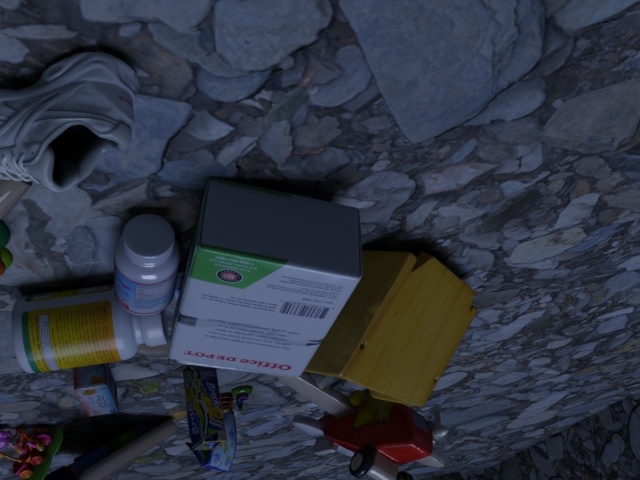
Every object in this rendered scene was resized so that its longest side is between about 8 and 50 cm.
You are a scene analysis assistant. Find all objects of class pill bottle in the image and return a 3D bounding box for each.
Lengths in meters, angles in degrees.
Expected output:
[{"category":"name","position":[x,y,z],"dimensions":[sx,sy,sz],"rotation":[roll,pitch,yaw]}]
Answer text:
[{"category":"pill bottle","position":[-0.238,0.034,0.935],"dimensions":[0.087,0.087,0.160],"rotation":[-3,150,-18]},{"category":"pill bottle","position":[-0.341,0.128,1.028],"dimensions":[0.208,0.118,0.118],"rotation":[-8,151,-9]}]

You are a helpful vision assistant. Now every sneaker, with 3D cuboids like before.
[{"category":"sneaker","position":[-0.282,-0.092,0.659],"dimensions":[0.232,0.115,0.090],"rotation":[-22,150,16]}]

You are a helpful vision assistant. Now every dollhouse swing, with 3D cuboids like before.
[{"category":"dollhouse swing","position":[0.052,0.138,1.274],"dimensions":[0.346,0.304,0.315],"rotation":[33,86,-53]}]

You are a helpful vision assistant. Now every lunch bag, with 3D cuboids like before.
[{"category":"lunch bag","position":[-0.264,0.487,1.676],"dimensions":[0.096,0.151,0.129],"rotation":[-19,152,11]}]

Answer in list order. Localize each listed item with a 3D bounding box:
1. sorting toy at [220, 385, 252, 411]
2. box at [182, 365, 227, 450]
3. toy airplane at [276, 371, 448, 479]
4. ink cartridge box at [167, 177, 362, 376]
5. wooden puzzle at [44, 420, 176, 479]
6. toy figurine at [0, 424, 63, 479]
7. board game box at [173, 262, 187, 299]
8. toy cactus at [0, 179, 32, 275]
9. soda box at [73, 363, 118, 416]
[{"category":"sorting toy","position":[-0.204,0.385,1.631],"dimensions":[0.101,0.042,0.061],"rotation":[-23,150,18]},{"category":"box","position":[-0.238,0.338,1.398],"dimensions":[0.054,0.169,0.059],"rotation":[7,145,-33]},{"category":"toy airplane","position":[0.110,0.406,1.590],"dimensions":[0.384,0.273,0.386],"rotation":[21,163,24]},{"category":"ink cartridge box","position":[-0.088,0.066,0.956],"dimensions":[0.211,0.122,0.289],"rotation":[11,141,-14]},{"category":"wooden puzzle","position":[-0.563,0.553,1.653],"dimensions":[0.347,0.081,0.322],"rotation":[-35,173,28]},{"category":"toy figurine","position":[-0.695,0.469,1.531],"dimensions":[0.159,0.130,0.173],"rotation":[29,109,-39]},{"category":"board game box","position":[-0.204,0.063,1.071],"dimensions":[0.089,0.020,0.090],"rotation":[-7,151,-8]},{"category":"toy cactus","position":[-0.408,-0.026,0.773],"dimensions":[0.180,0.112,0.219],"rotation":[-36,146,4]},{"category":"soda box","position":[-0.442,0.292,1.347],"dimensions":[0.062,0.058,0.183],"rotation":[-6,152,-13]}]
